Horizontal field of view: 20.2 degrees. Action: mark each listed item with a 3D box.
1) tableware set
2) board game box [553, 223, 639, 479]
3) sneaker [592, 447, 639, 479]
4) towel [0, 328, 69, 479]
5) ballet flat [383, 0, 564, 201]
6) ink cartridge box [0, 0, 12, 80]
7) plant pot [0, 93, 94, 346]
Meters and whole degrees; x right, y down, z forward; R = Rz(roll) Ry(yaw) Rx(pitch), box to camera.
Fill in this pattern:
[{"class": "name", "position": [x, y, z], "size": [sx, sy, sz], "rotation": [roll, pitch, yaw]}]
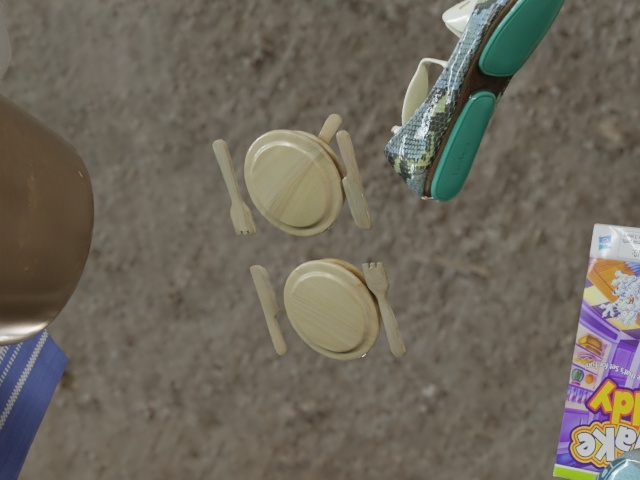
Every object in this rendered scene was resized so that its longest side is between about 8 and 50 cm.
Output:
[{"class": "tableware set", "position": [0.000, 0.000, 1.383], "size": [0.128, 0.039, 0.194], "rotation": [-1, 114, 35]}, {"class": "board game box", "position": [0.385, 0.121, 1.536], "size": [0.347, 0.233, 0.078], "rotation": [7, 176, 37]}, {"class": "sneaker", "position": [0.175, 0.256, 1.294], "size": [0.125, 0.104, 0.262], "rotation": [2, 128, -44]}, {"class": "towel", "position": [-0.368, 0.061, 1.649], "size": [0.040, 0.243, 0.336], "rotation": [-30, 111, 20]}, {"class": "ballet flat", "position": [0.096, -0.117, 1.179], "size": [0.070, 0.070, 0.188], "rotation": [28, 106, -5]}, {"class": "ink cartridge box", "position": [-0.384, -0.198, 1.547], "size": [0.203, 0.086, 0.148], "rotation": [6, 133, 9]}, {"class": "plant pot", "position": [-0.278, -0.023, 1.146], "size": [0.263, 0.263, 0.229], "rotation": [-7, 163, 42]}]
